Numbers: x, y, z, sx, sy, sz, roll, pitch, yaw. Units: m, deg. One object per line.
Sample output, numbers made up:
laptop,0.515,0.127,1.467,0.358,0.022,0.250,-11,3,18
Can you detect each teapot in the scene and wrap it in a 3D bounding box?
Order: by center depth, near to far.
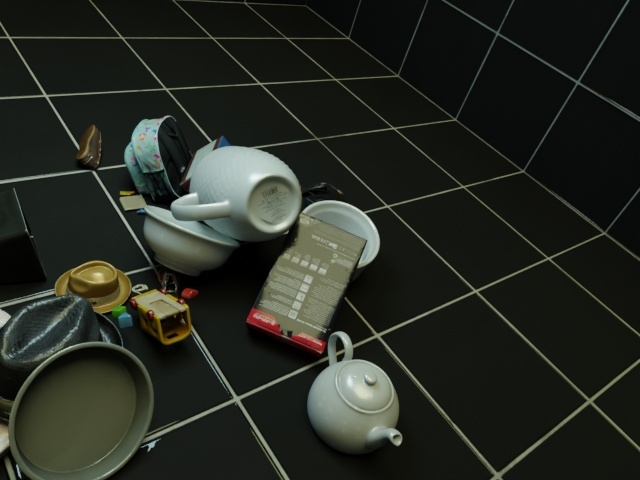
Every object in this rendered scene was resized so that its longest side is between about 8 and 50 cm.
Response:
teapot,0.093,0.389,1.390,0.255,0.187,0.252,25,38,7

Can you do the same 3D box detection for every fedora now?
fedora,-0.596,0.229,1.217,0.333,0.153,0.334,13,39,-11
fedora,-0.612,0.111,1.494,0.194,0.079,0.194,12,39,-10

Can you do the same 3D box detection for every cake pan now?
cake pan,-0.489,0.354,1.140,0.054,0.293,0.293,-1,18,45

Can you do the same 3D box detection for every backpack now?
backpack,-0.538,-0.283,1.857,0.190,0.254,0.225,-1,39,10

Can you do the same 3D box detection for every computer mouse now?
computer mouse,0.024,-0.141,2.083,0.184,0.060,0.262,-18,36,-33

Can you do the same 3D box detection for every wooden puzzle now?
wooden puzzle,-0.618,-0.124,1.824,0.078,0.014,0.116,-8,46,-25

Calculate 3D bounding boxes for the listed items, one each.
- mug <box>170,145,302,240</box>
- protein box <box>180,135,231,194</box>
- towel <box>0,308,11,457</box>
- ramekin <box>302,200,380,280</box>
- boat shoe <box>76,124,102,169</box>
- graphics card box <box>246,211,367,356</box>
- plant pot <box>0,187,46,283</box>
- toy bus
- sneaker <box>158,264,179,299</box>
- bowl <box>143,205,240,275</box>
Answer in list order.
mug,-0.246,-0.119,1.603,0.374,0.276,0.328,-15,19,-27
protein box,-0.337,-0.202,1.866,0.200,0.135,0.201,51,26,-30
towel,-0.738,0.317,1.214,0.331,0.053,0.317,31,40,11
ramekin,0.044,0.015,1.820,0.277,0.135,0.277,9,52,-12
boat shoe,-0.804,-0.326,1.944,0.073,0.073,0.207,41,27,-39
graphics card box,-0.036,0.122,1.602,0.232,0.094,0.371,22,68,3
plant pot,-0.846,0.007,1.448,0.166,0.188,0.187,-20,52,-23
toy bus,-0.424,0.200,1.449,0.190,0.105,0.202,-2,19,4
sneaker,-0.429,0.111,1.585,0.061,0.065,0.158,1,42,-23
bowl,-0.395,0.015,1.615,0.297,0.134,0.298,24,3,-1
